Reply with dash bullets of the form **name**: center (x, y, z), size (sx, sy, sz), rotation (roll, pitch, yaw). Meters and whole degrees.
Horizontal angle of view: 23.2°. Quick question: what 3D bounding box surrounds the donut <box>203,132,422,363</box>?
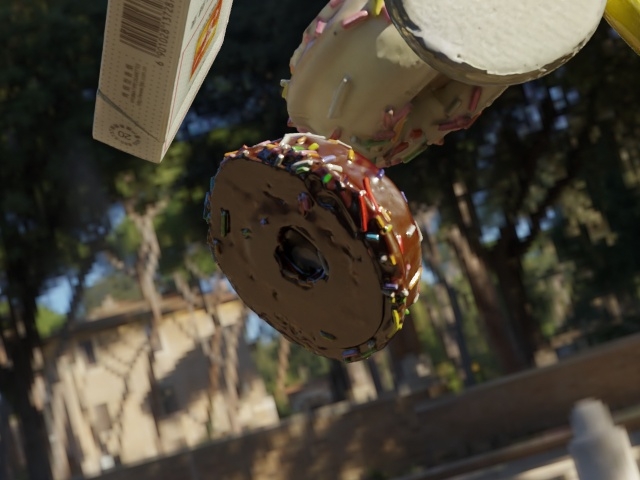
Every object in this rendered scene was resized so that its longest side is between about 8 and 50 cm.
- **donut**: center (0.000, 0.000, 1.467), size (0.235, 0.235, 0.089), rotation (-26, 10, 49)

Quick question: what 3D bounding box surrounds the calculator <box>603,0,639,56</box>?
- **calculator**: center (0.236, -0.128, 0.986), size (0.032, 0.235, 0.146), rotation (-47, -2, 30)

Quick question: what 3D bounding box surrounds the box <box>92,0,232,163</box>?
- **box**: center (-0.163, -0.263, 1.736), size (0.095, 0.210, 0.330), rotation (22, -33, 2)

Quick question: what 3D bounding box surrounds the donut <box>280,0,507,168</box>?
- **donut**: center (0.130, -0.227, 1.871), size (0.382, 0.142, 0.382), rotation (-32, -17, -11)

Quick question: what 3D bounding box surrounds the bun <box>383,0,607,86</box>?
- **bun**: center (0.103, -0.157, 0.942), size (0.138, 0.138, 0.094), rotation (-16, -4, 0)
